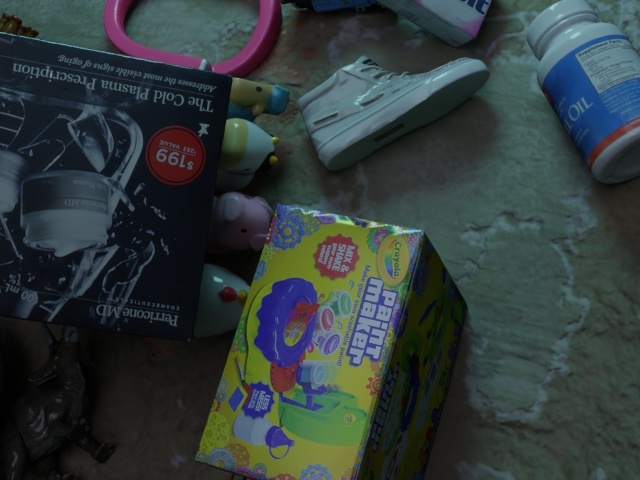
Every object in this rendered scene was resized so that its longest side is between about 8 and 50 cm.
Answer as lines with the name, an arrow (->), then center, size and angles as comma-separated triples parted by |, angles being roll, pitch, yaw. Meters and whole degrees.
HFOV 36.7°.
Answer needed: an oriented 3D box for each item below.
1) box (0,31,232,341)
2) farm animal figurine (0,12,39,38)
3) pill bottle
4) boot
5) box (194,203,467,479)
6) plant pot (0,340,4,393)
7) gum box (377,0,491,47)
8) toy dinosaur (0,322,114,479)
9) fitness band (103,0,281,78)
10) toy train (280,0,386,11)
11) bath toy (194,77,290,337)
box -> -0.298, -0.057, 1.137 | 0.343, 0.179, 0.313 | 9, 85, -10
farm animal figurine -> -0.620, -0.345, 1.473 | 0.326, 0.330, 0.172 | 30, 85, 24
pill bottle -> 0.348, -0.192, 1.211 | 0.124, 0.124, 0.222 | -27, 64, 7
boot -> 0.091, -0.208, 1.315 | 0.258, 0.095, 0.123 | -28, 71, 8
box -> 0.031, 0.151, 1.102 | 0.177, 0.279, 0.290 | 12, 74, 21
plant pot -> -0.573, 0.178, 1.291 | 0.247, 0.247, 0.252 | -30, 31, 30
gum box -> 0.142, -0.360, 1.318 | 0.188, 0.062, 0.107 | 27, 78, -16
toy dinosaur -> -0.386, 0.262, 1.307 | 0.313, 0.121, 0.160 | -51, 52, 0
fitness band -> -0.200, -0.348, 1.488 | 0.290, 0.054, 0.209 | 17, 76, 22
toy train -> 0.024, -0.380, 1.397 | 0.184, 0.105, 0.080 | -6, 60, 15
bath toy -> -0.115, -0.040, 1.308 | 0.129, 0.151, 0.348 | 6, 76, -3
